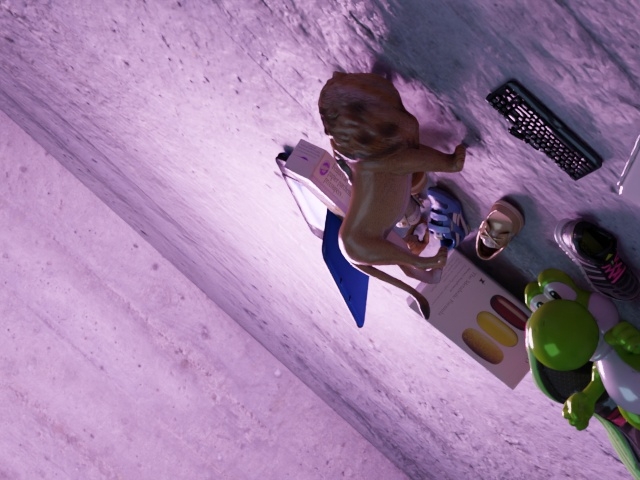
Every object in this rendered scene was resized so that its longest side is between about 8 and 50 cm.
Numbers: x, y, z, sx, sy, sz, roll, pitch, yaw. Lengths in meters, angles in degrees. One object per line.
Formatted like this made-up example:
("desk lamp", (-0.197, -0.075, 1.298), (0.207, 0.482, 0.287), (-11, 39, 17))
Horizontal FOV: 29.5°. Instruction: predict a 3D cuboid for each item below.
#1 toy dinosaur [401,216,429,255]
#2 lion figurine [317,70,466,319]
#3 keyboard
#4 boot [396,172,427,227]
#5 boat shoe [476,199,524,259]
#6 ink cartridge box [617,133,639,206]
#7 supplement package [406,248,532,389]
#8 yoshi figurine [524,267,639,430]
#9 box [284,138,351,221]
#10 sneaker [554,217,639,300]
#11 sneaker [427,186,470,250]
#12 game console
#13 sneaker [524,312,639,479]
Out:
("toy dinosaur", (0.171, 0.006, 2.229), (0.064, 0.112, 0.211), (32, 168, 13))
("lion figurine", (0.098, -0.069, 1.948), (0.240, 0.392, 0.142), (9, -163, 4))
("keyboard", (0.313, -0.152, 1.744), (0.180, 0.023, 0.108), (42, 162, -6))
("boot", (0.140, -0.088, 2.133), (0.213, 0.077, 0.165), (26, 158, 52))
("boat shoe", (0.297, -0.011, 2.043), (0.063, 0.059, 0.170), (34, 161, 14))
("ink cartridge box", (0.546, -0.066, 1.279), (0.395, 0.166, 0.285), (33, 160, 14))
("supplement package", (0.294, 0.139, 2.228), (0.244, 0.139, 0.134), (38, -176, 0))
("yoshi figurine", (0.453, 0.203, 1.900), (0.362, 0.203, 0.203), (42, 177, 4))
("box", (0.040, -0.084, 2.234), (0.067, 0.063, 0.324), (26, 172, 32))
("sneaker", (0.436, 0.030, 1.873), (0.170, 0.063, 0.075), (46, 167, -7))
("sneaker", (0.218, -0.036, 2.135), (0.053, 0.059, 0.144), (24, 155, 43))
("game console", (0.000, 0.000, 2.452), (0.250, 0.173, 0.293), (26, 157, 32))
("sneaker", (0.541, 0.254, 2.094), (0.483, 0.185, 0.202), (41, 144, -18))
